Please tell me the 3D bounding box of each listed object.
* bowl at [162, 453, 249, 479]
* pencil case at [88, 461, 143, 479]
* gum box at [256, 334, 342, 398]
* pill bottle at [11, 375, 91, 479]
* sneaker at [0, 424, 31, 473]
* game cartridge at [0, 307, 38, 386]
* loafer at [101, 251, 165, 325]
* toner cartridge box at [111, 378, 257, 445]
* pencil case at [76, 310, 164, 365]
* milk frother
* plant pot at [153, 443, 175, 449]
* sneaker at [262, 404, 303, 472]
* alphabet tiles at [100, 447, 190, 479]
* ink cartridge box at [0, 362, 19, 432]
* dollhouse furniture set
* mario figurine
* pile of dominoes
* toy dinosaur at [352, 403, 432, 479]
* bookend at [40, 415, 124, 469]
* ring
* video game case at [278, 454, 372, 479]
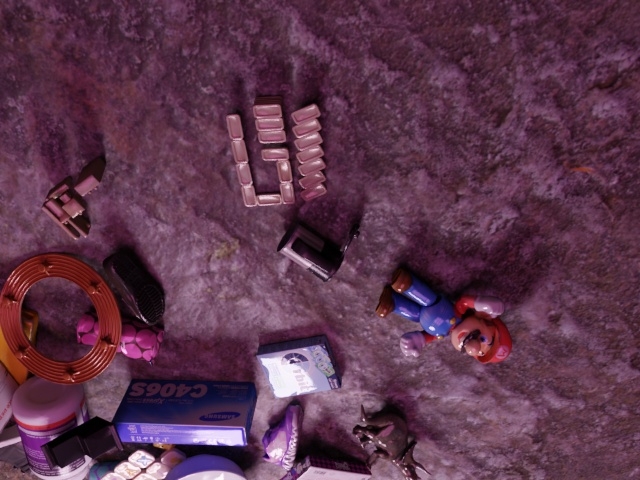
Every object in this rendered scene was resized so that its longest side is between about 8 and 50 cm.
[{"bbox_3d":[-0.340,0.721,1.894,0.298,0.134,0.297,-7,122,-11],"label":"bowl"},{"bbox_3d":[-0.617,0.706,1.973,0.152,0.064,0.070,-4,108,8],"label":"pencil case"},{"bbox_3d":[-0.054,0.331,1.700,0.185,0.041,0.157,-12,119,14],"label":"gum box"},{"bbox_3d":[-0.732,0.532,1.808,0.182,0.181,0.322,5,122,3],"label":"pill bottle"},{"bbox_3d":[-0.936,0.639,1.937,0.296,0.104,0.146,-18,113,11],"label":"sneaker"},{"bbox_3d":[-0.916,0.282,1.754,0.285,0.052,0.323,19,124,-6],"label":"game cartridge"},{"bbox_3d":[-0.457,0.114,1.596,0.078,0.080,0.220,6,130,41],"label":"loafer"},{"bbox_3d":[-0.356,0.454,1.734,0.348,0.165,0.075,0,122,5],"label":"toner cartridge box"},{"bbox_3d":[-0.513,0.250,1.668,0.209,0.095,0.098,17,129,-2],"label":"pencil case"},{"bbox_3d":[0.000,0.000,1.470,0.135,0.129,0.143,34,76,-15],"label":"milk frother"},{"bbox_3d":[-0.434,0.540,1.842,0.082,0.083,0.081,18,122,-5],"label":"plant pot"},{"bbox_3d":[-0.110,0.549,1.815,0.105,0.095,0.236,15,123,6],"label":"sneaker"},{"bbox_3d":[-0.498,0.729,1.947,0.284,0.021,0.278,-38,124,8],"label":"alphabet tiles"},{"bbox_3d":[-0.897,0.386,1.693,0.093,0.160,0.219,-12,121,14],"label":"ink cartridge box"},{"bbox_3d":[-0.511,-0.084,1.445,0.151,0.144,0.123,-35,118,8],"label":"dollhouse furniture set"},{"bbox_3d":[0.294,0.194,1.501,0.321,0.170,0.198,26,155,-2],"label":"mario figurine"},{"bbox_3d":[-0.086,-0.188,1.400,0.196,0.040,0.251,-2,130,6],"label":"pile of dominoes"},{"bbox_3d":[0.178,0.528,1.775,0.160,0.121,0.313,-20,114,3],"label":"toy dinosaur"},{"bbox_3d":[-0.605,0.525,1.657,0.157,0.156,0.072,-10,103,54],"label":"bookend"},{"bbox_3d":[-0.650,0.198,1.609,0.337,0.032,0.336,2,101,11],"label":"ring"},{"bbox_3d":[-0.003,0.699,1.876,0.232,0.041,0.210,21,124,-34],"label":"video game case"}]
